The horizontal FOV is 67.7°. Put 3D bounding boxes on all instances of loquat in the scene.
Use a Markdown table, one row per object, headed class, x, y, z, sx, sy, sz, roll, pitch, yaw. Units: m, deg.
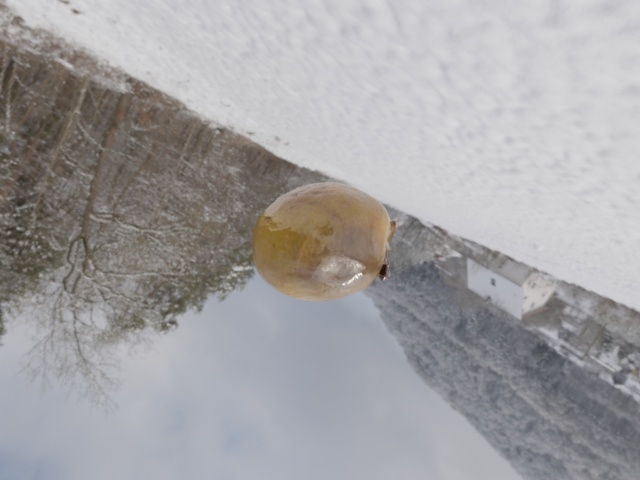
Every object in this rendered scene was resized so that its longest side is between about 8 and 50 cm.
| class | x | y | z | sx | sy | sz | roll | pitch | yaw |
| --- | --- | --- | --- | --- | --- | --- | --- | --- | --- |
| loquat | 0.000 | 0.000 | 0.783 | 0.238 | 0.193 | 0.238 | 5 | -177 | 0 |
